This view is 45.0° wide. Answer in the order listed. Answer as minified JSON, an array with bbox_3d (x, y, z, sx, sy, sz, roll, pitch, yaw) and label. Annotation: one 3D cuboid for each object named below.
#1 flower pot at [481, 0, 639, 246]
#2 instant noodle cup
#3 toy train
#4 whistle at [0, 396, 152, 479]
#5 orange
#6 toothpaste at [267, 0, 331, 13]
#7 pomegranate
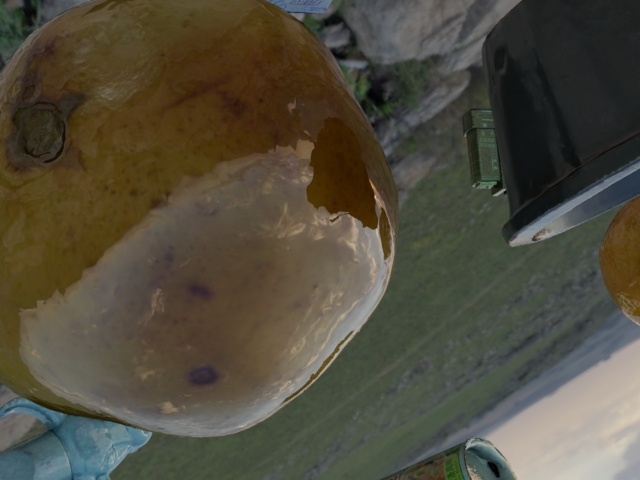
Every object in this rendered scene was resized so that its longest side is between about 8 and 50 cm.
[{"bbox_3d":[0.234,-0.122,0.616,0.269,0.166,0.269,-26,168,-6],"label":"flower pot"},{"bbox_3d":[0.206,0.451,1.303,0.233,0.207,0.207,-41,160,29],"label":"instant noodle cup"},{"bbox_3d":[0.427,-0.217,1.904,0.137,0.225,0.090,0,166,-14],"label":"toy train"},{"bbox_3d":[-0.338,0.285,1.035,0.274,0.186,0.093,-18,166,-43],"label":"whistle"},{"bbox_3d":[0.498,0.028,1.056,0.219,0.219,0.193,-33,139,0],"label":"orange"},{"bbox_3d":[-0.116,-0.398,1.211,0.272,0.053,0.066,-1,173,-15],"label":"toothpaste"},{"bbox_3d":[-0.131,-0.018,0.712,0.417,0.416,0.416,-29,161,-11],"label":"pomegranate"}]
